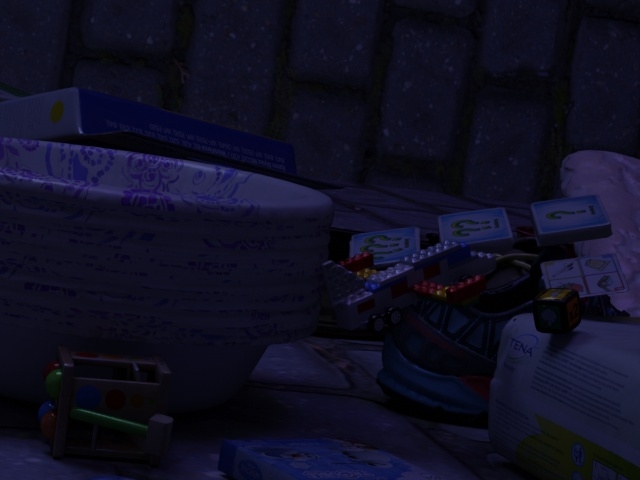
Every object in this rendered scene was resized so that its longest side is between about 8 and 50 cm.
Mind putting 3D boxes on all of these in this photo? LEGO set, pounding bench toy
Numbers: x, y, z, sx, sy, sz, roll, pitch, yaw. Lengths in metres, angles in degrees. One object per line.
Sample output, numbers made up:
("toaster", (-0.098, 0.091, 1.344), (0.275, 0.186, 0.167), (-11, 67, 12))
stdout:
("LEGO set", (0.100, 0.004, 1.006), (0.182, 0.060, 0.244), (-8, 17, 6))
("pounding bench toy", (-0.116, 0.091, 0.840), (0.065, 0.052, 0.083), (6, 6, -14))

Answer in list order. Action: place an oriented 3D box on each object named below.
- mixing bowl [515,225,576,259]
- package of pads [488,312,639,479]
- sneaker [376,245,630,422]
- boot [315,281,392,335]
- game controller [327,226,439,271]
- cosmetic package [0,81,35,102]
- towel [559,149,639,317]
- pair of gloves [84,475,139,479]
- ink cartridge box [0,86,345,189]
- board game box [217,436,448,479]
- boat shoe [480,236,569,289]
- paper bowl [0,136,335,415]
("mixing bowl", (0.278, 0.047, 1.579), (0.181, 0.098, 0.181), (9, 6, -1))
("package of pads", (0.274, 0.113, 0.925), (0.296, 0.101, 0.229), (6, 7, -24))
("sneaker", (0.176, 0.069, 1.094), (0.262, 0.125, 0.104), (6, 9, -11))
("boot", (-0.020, 0.022, 1.368), (0.219, 0.106, 0.082), (7, 6, -10))
("game controller", (0.000, 0.000, 1.811), (0.319, 0.067, 0.166), (9, 6, 6))
("cosmetic package", (-0.473, -0.126, 1.752), (0.197, 0.155, 0.365), (22, 6, 18))
("towel", (0.388, 0.032, 1.430), (0.317, 0.053, 0.332), (7, 33, -3))
("pair of gloves", (-0.031, 0.135, 0.686), (0.159, 0.023, 0.198), (4, 8, -39))
("ink cartridge box", (-0.184, -0.099, 1.662), (0.307, 0.072, 0.304), (-6, -13, 43))
("board game box", (0.007, 0.125, 0.835), (0.090, 0.020, 0.090), (4, 9, -37))
("boat shoe", (0.162, 0.054, 1.363), (0.117, 0.096, 0.324), (10, 6, 16))
("paper bowl", (-0.139, 0.022, 1.009), (0.284, 0.148, 0.284), (8, 5, -1))
